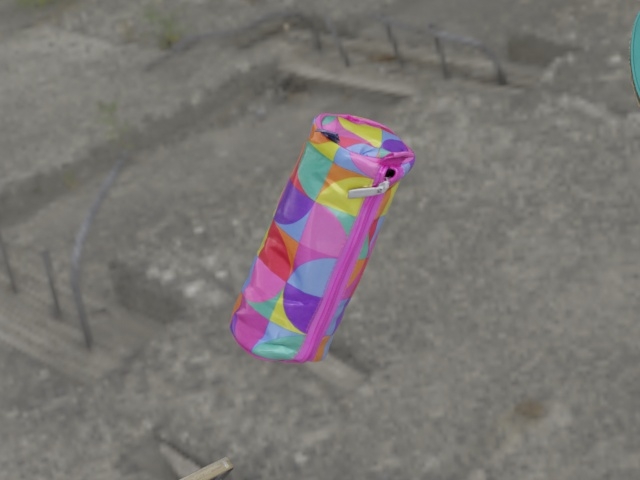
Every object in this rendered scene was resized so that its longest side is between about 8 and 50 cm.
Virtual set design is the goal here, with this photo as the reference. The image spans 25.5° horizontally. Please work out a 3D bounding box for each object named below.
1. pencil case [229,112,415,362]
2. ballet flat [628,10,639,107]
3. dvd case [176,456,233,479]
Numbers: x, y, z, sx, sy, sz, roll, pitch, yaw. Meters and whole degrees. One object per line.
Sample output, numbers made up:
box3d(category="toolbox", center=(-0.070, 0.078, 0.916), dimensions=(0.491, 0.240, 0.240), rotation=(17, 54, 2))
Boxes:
box3d(category="pencil case", center=(0.000, 0.000, 1.253), dimensions=(0.104, 0.236, 0.104), rotation=(19, 25, -9))
box3d(category="ballet flat", center=(0.297, -0.100, 1.129), dimensions=(0.073, 0.067, 0.206), rotation=(-25, 54, 30))
box3d(category="dvd case", center=(-0.194, 0.270, 1.240), dimensions=(0.221, 0.164, 0.018), rotation=(-21, 69, -42))
